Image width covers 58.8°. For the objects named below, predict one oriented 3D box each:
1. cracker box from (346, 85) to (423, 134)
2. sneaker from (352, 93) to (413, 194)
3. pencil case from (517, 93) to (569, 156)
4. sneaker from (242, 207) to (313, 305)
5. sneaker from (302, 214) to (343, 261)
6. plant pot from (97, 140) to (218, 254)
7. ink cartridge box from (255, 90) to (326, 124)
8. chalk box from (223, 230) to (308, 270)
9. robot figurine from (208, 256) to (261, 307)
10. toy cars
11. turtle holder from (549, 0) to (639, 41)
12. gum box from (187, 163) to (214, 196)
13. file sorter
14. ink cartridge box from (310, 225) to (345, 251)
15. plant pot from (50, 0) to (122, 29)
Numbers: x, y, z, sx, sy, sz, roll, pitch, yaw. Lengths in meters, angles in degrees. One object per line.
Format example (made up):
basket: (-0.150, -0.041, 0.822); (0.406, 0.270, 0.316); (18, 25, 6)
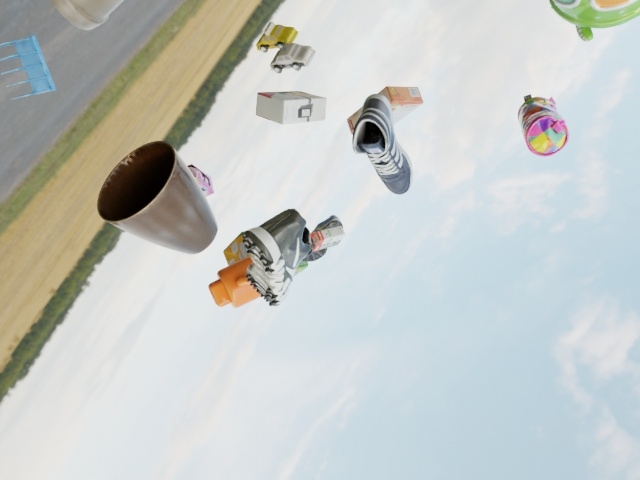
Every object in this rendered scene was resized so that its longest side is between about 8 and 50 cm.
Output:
cracker box: (0.222, -0.451, 1.982); (0.232, 0.155, 0.067); (-31, -106, 50)
sneaker: (0.158, -0.214, 1.445); (0.099, 0.282, 0.153); (-10, -150, 23)
pencil case: (0.530, -0.280, 1.361); (0.104, 0.104, 0.236); (-44, -170, 29)
sneaker: (-0.057, 0.027, 0.864); (0.106, 0.078, 0.234); (-40, 162, -20)
sneaker: (0.000, -0.006, 2.000); (0.211, 0.080, 0.081); (-41, -155, 19)
plant pot: (-0.345, -0.071, 1.304); (0.215, 0.230, 0.216); (-17, -129, 22)
ink cartridge box: (-0.073, -0.343, 1.457); (0.109, 0.150, 0.063); (26, -60, 39)
chalk box: (-0.173, 0.058, 2.085); (0.288, 0.180, 0.179); (-13, 164, -37)
robot figurine: (-0.218, 0.119, 1.682); (0.219, 0.128, 0.158); (-26, 149, -17)
toy cars: (-0.154, -0.767, 2.225); (0.176, 0.087, 0.394); (-35, -136, 6)
turtle holder: (0.591, -0.616, 1.190); (0.243, 0.227, 0.321); (-2, -114, 32)
gum box: (-0.426, -0.156, 1.731); (0.188, 0.107, 0.062); (-23, -113, 15)
file sorter: (-0.938, -0.540, 1.786); (0.118, 0.171, 0.104); (3, -154, 36)
ink cartridge box: (0.000, 0.000, 1.438); (0.029, 0.115, 0.063); (65, -28, 19)
plant pot: (-0.803, -0.970, 2.043); (0.280, 0.323, 0.323); (-19, -149, 15)
